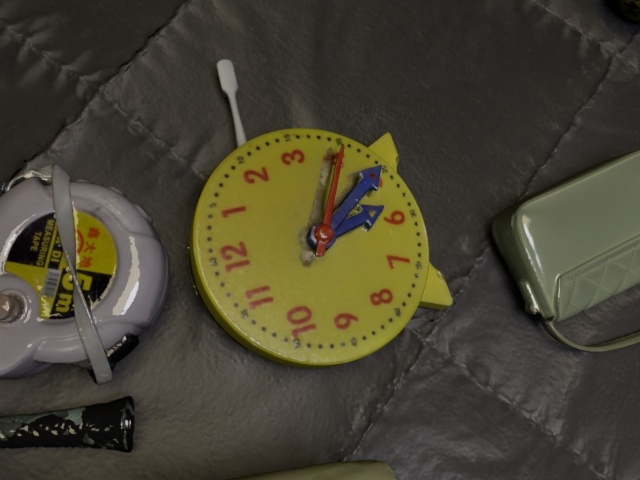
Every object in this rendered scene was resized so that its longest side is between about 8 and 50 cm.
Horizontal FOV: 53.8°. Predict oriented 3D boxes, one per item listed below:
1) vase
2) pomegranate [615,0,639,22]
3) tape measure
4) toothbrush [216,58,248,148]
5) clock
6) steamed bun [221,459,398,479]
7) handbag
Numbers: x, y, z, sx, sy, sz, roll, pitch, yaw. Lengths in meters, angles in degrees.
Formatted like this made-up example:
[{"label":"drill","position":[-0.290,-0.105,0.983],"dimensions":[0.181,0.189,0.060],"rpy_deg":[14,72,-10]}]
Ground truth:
[{"label":"vase","position":[-0.278,0.192,0.641],"dimensions":[0.166,0.059,0.059],"rpy_deg":[-2,73,-8]},{"label":"pomegranate","position":[0.461,-0.380,0.901],"dimensions":[0.122,0.122,0.161],"rpy_deg":[-32,53,-16]},{"label":"tape measure","position":[-0.259,0.038,0.658],"dimensions":[0.197,0.120,0.236],"rpy_deg":[10,77,1]},{"label":"toothbrush","position":[-0.084,-0.065,0.763],"dimensions":[0.025,0.030,0.343],"rpy_deg":[-11,75,-11]},{"label":"clock","position":[0.000,-0.001,0.711],"dimensions":[0.293,0.071,0.277],"rpy_deg":[-21,80,-21]},{"label":"steamed bun","position":[-0.039,0.419,0.487],"dimensions":[0.371,0.290,0.456],"rpy_deg":[-5,76,-15]},{"label":"handbag","position":[0.352,0.021,0.779],"dimensions":[0.256,0.079,0.219],"rpy_deg":[-22,88,-14]}]
